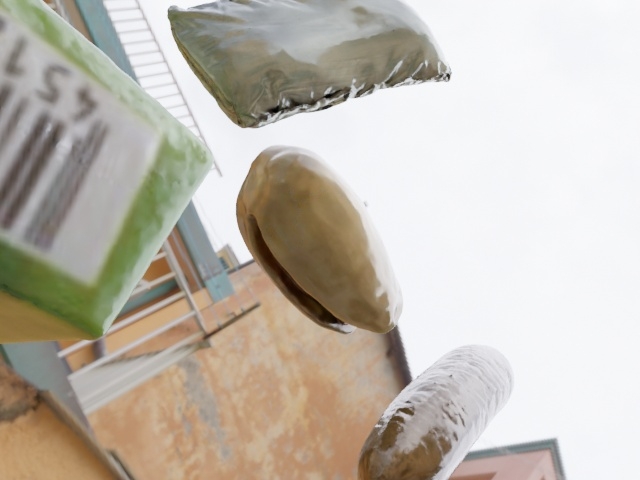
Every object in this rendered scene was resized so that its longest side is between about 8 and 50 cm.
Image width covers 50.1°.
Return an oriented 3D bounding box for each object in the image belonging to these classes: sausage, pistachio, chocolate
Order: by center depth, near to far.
[{"bbox_3d":[-0.264,-0.052,0.347,0.289,0.137,0.301,-8,-34,36],"label":"chocolate"},{"bbox_3d":[0.000,0.000,0.968,0.187,0.187,0.299,-20,-68,44],"label":"pistachio"},{"bbox_3d":[0.184,0.247,0.999,0.123,0.501,0.136,29,-71,22],"label":"sausage"}]

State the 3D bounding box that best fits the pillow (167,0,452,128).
[{"bbox_3d":[-0.001,-0.162,0.565,0.128,0.229,0.051,60,-31,17],"label":"pillow"}]
